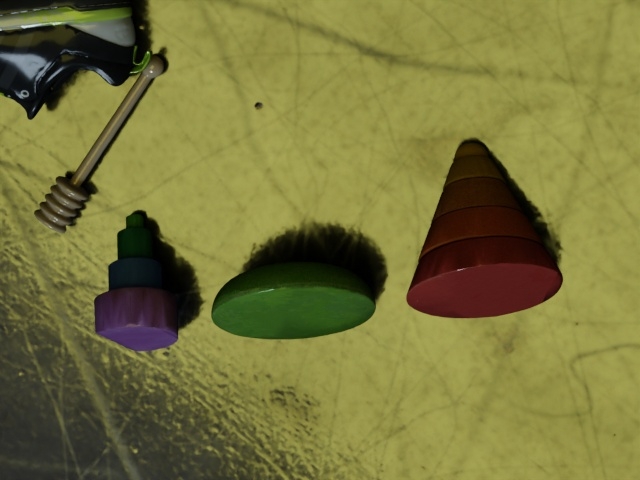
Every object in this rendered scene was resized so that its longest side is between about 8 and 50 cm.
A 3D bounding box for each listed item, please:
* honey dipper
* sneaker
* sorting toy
[{"bbox_3d":[-0.173,-0.079,1.501,0.030,0.030,0.160,33,99,0],"label":"honey dipper"},{"bbox_3d":[-0.249,-0.137,1.470,0.235,0.084,0.097,-9,100,8],"label":"sneaker"},{"bbox_3d":[0.000,0.000,1.474,0.366,0.127,0.126,-7,70,11],"label":"sorting toy"}]
